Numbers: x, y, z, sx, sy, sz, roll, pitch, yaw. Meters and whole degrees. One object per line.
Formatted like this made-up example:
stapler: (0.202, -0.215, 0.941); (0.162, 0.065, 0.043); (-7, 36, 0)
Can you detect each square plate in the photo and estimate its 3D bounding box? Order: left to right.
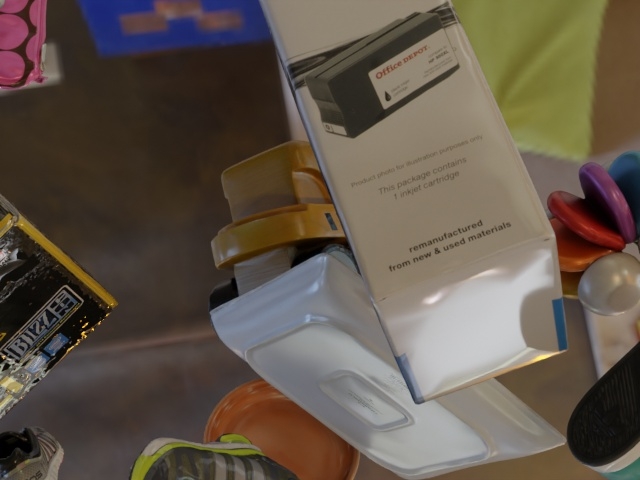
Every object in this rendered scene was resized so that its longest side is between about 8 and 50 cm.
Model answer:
square plate: (0.058, 0.166, 1.794); (0.347, 0.049, 0.344); (38, 154, -12)

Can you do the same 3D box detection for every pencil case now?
pencil case: (-0.392, -0.297, 1.998); (0.098, 0.095, 0.209); (20, 130, 11)

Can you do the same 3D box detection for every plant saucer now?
plant saucer: (-0.050, 0.268, 1.995); (0.200, 0.200, 0.037); (-7, 147, -14)

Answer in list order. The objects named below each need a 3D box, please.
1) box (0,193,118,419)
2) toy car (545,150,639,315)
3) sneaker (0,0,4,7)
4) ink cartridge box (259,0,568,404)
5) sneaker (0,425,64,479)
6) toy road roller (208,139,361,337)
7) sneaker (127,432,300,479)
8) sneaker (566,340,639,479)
box: (-0.333, 0.108, 1.248); (0.322, 0.079, 0.257); (-44, 163, -6)
toy car: (0.305, -0.024, 1.672); (0.182, 0.159, 0.136); (-38, 129, 3)
sneaker: (-0.464, -0.243, 1.580); (0.283, 0.122, 0.110); (8, 172, -12)
ink cartridge box: (0.081, -0.087, 1.454); (0.166, 0.395, 0.285); (-20, 154, 2)
sneaker: (-0.331, 0.236, 1.743); (0.063, 0.074, 0.170); (-29, -162, 0)
toy road roller: (0.000, 0.000, 2.065); (0.202, 0.240, 0.329); (-19, 168, 37)
sneaker: (-0.094, 0.249, 1.481); (0.121, 0.111, 0.300); (19, -170, 23)
sneaker: (0.404, 0.150, 1.564); (0.295, 0.124, 0.178); (-42, 134, 12)
